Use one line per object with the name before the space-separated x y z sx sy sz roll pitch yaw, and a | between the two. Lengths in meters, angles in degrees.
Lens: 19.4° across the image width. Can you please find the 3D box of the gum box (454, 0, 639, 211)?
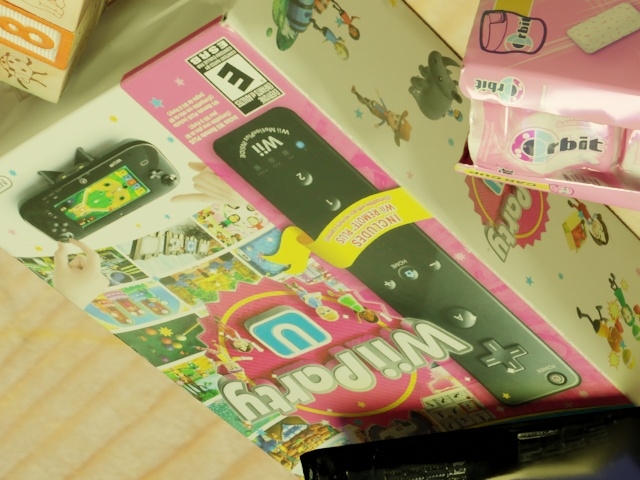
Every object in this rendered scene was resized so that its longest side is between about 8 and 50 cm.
gum box | 0.121 -0.093 0.710 0.107 0.188 0.062 11 140 10

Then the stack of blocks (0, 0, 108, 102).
stack of blocks | -0.150 -0.179 0.742 0.171 0.087 0.297 25 158 -5

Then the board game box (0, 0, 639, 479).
board game box | 0.000 0.000 0.946 0.303 0.097 0.224 41 137 -25

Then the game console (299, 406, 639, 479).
game console | 0.145 0.177 1.043 0.213 0.044 0.361 -9 151 20
